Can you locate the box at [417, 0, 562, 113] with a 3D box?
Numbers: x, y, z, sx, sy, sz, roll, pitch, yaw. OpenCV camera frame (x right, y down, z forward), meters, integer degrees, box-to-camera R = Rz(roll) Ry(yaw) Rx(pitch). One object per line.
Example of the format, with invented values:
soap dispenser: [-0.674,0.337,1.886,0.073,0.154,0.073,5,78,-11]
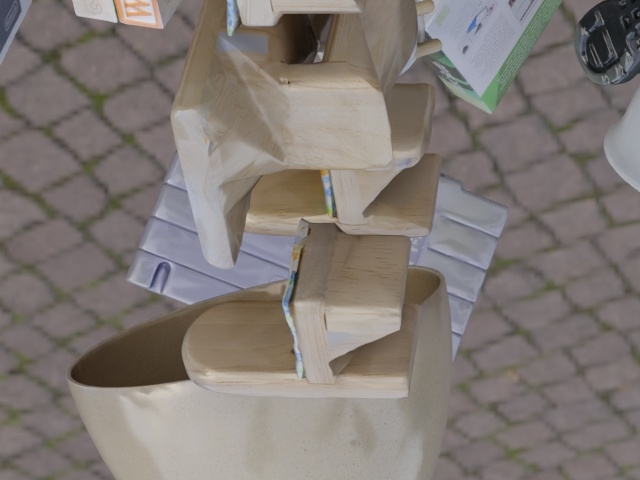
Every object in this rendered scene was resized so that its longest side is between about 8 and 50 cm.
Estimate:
box: [0.177,-0.267,1.741,0.232,0.058,0.322,-58,159,0]

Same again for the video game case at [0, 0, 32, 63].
video game case: [-0.177,-0.143,0.826,0.022,0.190,0.173,0,126,8]

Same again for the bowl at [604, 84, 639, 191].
bowl: [0.446,-0.125,1.816,0.298,0.298,0.134,3,118,-11]

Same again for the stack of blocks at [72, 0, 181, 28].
stack of blocks: [-0.162,-0.351,1.511,0.087,0.171,0.297,11,137,19]

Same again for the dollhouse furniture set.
dollhouse furniture set: [-0.066,-0.166,1.066,0.256,0.394,0.362,1,136,11]

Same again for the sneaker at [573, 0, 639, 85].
sneaker: [0.344,-0.226,1.664,0.106,0.101,0.267,-19,177,-28]

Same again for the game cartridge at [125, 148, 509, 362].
game cartridge: [0.000,0.000,1.884,0.355,0.230,0.068,22,172,-7]

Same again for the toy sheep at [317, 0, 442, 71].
toy sheep: [0.037,-0.154,1.300,0.091,0.132,0.091,-6,116,-12]

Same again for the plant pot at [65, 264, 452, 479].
plant pot: [-0.025,0.149,1.317,0.284,0.284,0.191,-13,100,11]
